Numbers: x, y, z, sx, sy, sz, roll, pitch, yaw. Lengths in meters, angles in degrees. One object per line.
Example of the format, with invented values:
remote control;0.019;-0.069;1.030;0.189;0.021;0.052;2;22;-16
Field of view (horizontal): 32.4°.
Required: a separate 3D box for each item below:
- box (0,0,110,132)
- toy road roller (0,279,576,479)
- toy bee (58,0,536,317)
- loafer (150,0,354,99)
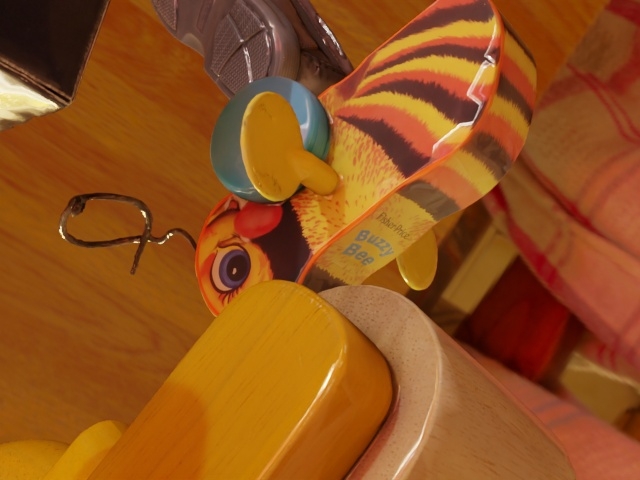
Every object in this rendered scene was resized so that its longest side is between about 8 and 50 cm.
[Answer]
box;-0.311;-0.179;0.523;0.343;0.312;0.179;31;61;-35
toy road roller;-0.068;0.157;0.520;0.329;0.240;0.202;-50;130;-3
toy bee;0.000;0.000;0.620;0.195;0.162;0.298;9;143;-38
loafer;-0.070;-0.206;0.941;0.095;0.302;0.109;4;129;-37
